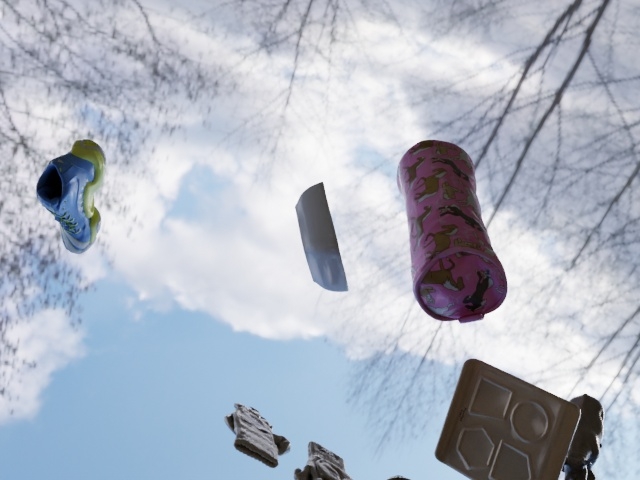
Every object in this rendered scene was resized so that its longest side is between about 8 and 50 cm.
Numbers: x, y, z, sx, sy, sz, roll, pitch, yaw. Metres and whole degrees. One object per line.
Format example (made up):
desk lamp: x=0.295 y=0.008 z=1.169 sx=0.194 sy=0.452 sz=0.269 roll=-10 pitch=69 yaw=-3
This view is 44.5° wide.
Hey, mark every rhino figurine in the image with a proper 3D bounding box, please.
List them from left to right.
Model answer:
rhino figurine: x=0.440 y=0.353 z=1.333 sx=0.073 sy=0.106 sz=0.243 roll=5 pitch=-155 yaw=23

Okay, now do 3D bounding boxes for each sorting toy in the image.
sorting toy: x=0.305 y=0.318 z=1.287 sx=0.208 sy=0.193 sz=0.038 roll=21 pitch=-172 yaw=38

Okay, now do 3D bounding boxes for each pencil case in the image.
pencil case: x=0.222 y=-0.024 z=1.383 sx=0.167 sy=0.160 sz=0.386 roll=28 pitch=-150 yaw=-17

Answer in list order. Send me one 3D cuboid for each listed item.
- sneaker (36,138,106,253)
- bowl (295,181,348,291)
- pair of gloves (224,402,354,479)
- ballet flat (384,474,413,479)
sneaker: x=-0.455 y=-0.064 z=1.383 sx=0.091 sy=0.240 sz=0.126 roll=29 pitch=-146 yaw=19
bowl: x=0.000 y=0.000 z=1.185 sx=0.053 sy=0.142 sz=0.142 roll=-14 pitch=-126 yaw=2
pair of gloves: x=-0.048 y=0.343 z=1.232 sx=0.240 sy=0.042 sz=0.204 roll=33 pitch=-179 yaw=-13
ballet flat: x=0.141 y=0.401 z=1.122 sx=0.250 sy=0.084 sz=0.058 roll=51 pitch=-172 yaw=-36
